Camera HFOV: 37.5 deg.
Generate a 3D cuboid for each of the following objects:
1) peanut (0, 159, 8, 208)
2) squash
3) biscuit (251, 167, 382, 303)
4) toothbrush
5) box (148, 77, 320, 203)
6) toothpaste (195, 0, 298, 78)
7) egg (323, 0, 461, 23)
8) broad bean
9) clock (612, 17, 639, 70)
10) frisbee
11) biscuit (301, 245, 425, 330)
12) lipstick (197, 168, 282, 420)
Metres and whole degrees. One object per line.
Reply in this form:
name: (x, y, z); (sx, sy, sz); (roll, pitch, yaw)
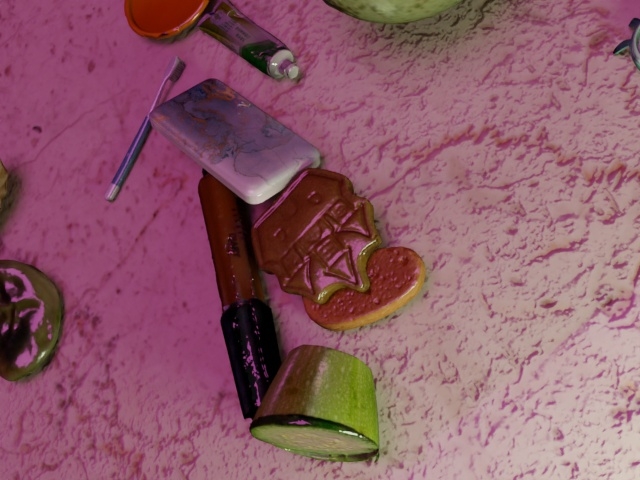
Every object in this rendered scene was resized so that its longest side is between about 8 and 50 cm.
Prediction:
peanut: (-0.675, -0.025, 1.681); (0.153, 0.140, 0.325); (34, 90, 16)
squash: (0.003, 0.217, 1.222); (0.170, 0.170, 0.123); (-1, 55, 27)
biscuit: (-0.001, -0.001, 1.331); (0.182, 0.034, 0.215); (-47, 54, 4)
toothbrush: (-0.300, -0.190, 1.615); (0.019, 0.025, 0.276); (22, 84, 38)
box: (-0.137, -0.160, 1.471); (0.142, 0.044, 0.285); (-35, 53, -23)
toothpaste: (-0.117, -0.330, 1.558); (0.078, 0.047, 0.248); (-48, 55, -1)
egg: (0.122, -0.509, 1.325); (0.344, 0.345, 0.428); (14, 65, 31)
broad bean: (-0.503, 0.128, 1.578); (0.153, 0.072, 0.207); (-28, 72, 18)
clock: (0.452, -0.257, 1.230); (0.135, 0.041, 0.101); (26, 85, 34)
frisbee: (-0.263, -0.439, 1.680); (0.192, 0.035, 0.192); (-9, 67, 24)
biscuit: (0.051, 0.028, 1.331); (0.186, 0.036, 0.192); (-26, 59, 20)
lipstick: (-0.120, 0.063, 1.387); (0.077, 0.077, 0.419); (-25, 61, 18)
